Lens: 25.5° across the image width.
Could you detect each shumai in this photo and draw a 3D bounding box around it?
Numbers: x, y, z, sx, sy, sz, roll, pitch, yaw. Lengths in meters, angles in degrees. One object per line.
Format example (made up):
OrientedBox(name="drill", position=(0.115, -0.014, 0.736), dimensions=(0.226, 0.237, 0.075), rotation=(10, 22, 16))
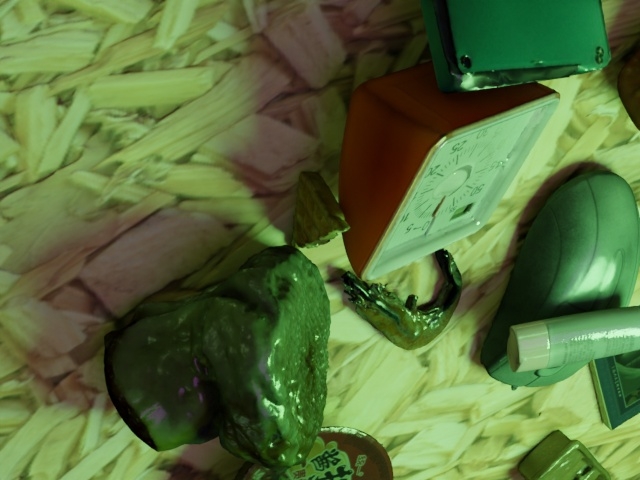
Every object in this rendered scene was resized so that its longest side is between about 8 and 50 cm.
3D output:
OrientedBox(name="shumai", position=(-0.136, 0.147, 1.806), dimensions=(0.263, 0.304, 0.309), rotation=(-1, 125, 11))

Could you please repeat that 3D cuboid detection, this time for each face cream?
OrientedBox(name="face cream", position=(0.362, 0.137, 1.989), dimensions=(0.198, 0.057, 0.084), rotation=(-8, 132, -8))

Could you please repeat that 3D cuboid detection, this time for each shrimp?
OrientedBox(name="shrimp", position=(0.123, 0.069, 1.959), dimensions=(0.219, 0.046, 0.152), rotation=(33, 99, -42))

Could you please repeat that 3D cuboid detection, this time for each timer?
OrientedBox(name="timer", position=(0.144, -0.088, 1.781), dimensions=(0.257, 0.161, 0.250), rotation=(-23, 135, -42))

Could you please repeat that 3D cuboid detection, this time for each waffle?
OrientedBox(name="waffle", position=(0.000, 0.000, 1.760), dimensions=(0.032, 0.191, 0.125), rotation=(3, 116, -16))

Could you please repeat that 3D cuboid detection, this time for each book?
OrientedBox(name="book", position=(0.553, 0.170, 2.268), dimensions=(0.269, 0.025, 0.191), rotation=(-28, 126, -12))

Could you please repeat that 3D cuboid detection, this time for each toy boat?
OrientedBox(name="toy boat", position=(0.401, 0.391, 2.287), dimensions=(0.116, 0.061, 0.188), rotation=(-43, 128, -3))

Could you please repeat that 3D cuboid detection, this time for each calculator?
OrientedBox(name="calculator", position=(0.227, -0.311, 1.726), dimensions=(0.274, 0.058, 0.248), rotation=(-12, 90, -33))

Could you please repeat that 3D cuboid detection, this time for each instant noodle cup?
OrientedBox(name="instant noodle cup", position=(-0.033, 0.356, 2.008), dimensions=(0.274, 0.091, 0.274), rotation=(-13, 122, -22))

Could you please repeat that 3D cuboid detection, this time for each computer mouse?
OrientedBox(name="computer mouse", position=(0.365, 0.081, 2.061), dimensions=(0.188, 0.122, 0.371), rotation=(7, 116, -31))

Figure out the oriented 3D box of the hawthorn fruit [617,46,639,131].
OrientedBox(name="hawthorn fruit", position=(0.505, -0.208, 1.937), dimensions=(0.189, 0.189, 0.189), rotation=(-13, 122, -22))
